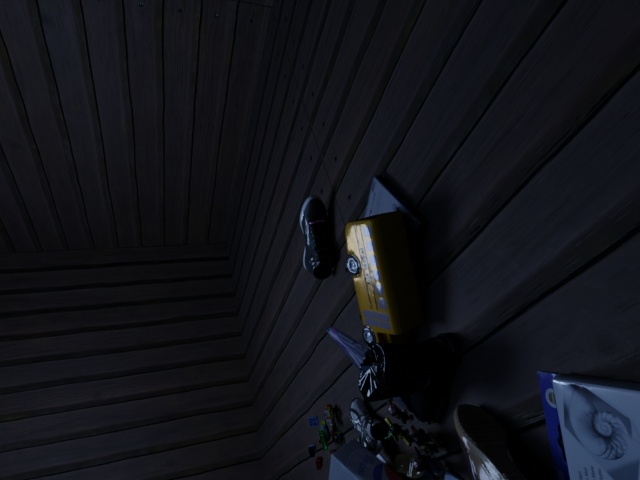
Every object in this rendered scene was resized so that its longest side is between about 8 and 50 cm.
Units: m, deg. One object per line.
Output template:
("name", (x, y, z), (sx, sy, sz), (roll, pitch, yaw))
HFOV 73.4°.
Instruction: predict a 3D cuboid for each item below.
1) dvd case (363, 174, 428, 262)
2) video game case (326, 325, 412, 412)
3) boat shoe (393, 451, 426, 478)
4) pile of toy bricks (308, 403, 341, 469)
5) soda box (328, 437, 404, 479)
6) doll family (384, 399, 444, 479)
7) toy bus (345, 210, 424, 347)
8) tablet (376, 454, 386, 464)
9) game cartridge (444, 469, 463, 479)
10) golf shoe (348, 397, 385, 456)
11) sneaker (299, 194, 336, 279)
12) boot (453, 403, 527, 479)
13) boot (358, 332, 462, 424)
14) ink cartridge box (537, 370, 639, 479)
("dvd case", (0.178, -0.034, 1.101), (0.239, 0.029, 0.180), (-120, 34, -49))
("video game case", (0.123, 0.326, 1.124), (0.196, 0.026, 0.274), (52, 167, -12))
("boat shoe", (0.224, 0.541, 1.030), (0.152, 0.049, 0.056), (123, 165, -65))
("pile of toy bricks", (0.018, 0.692, 1.523), (0.105, 0.117, 0.213), (4, -108, -80))
("soda box", (0.150, 0.620, 1.041), (0.286, 0.091, 0.098), (24, 118, 42))
("doll family", (0.203, 0.441, 0.950), (0.193, 0.111, 0.076), (33, 82, 41))
("toy bus", (0.154, 0.106, 1.012), (0.130, 0.108, 0.333), (-5, 99, 55))
("tablet", (0.168, 0.642, 1.239), (0.083, 0.006, 0.054), (-163, 71, -68))
("game cartridge", (0.286, 0.539, 0.915), (0.056, 0.017, 0.084), (-179, 87, -65))
("golf shoe", (0.140, 0.528, 1.232), (0.094, 0.077, 0.198), (-43, 29, 20))
("sneaker", (0.000, 0.000, 1.472), (0.147, 0.104, 0.296), (-135, 41, -57))
("boot", (0.283, 0.440, 0.754), (0.248, 0.090, 0.207), (-102, 16, -73))
("boot", (0.174, 0.306, 0.913), (0.094, 0.207, 0.247), (-125, 38, -53))
("ink cartridge box", (0.389, 0.302, 0.584), (0.224, 0.045, 0.224), (151, 114, -67))
